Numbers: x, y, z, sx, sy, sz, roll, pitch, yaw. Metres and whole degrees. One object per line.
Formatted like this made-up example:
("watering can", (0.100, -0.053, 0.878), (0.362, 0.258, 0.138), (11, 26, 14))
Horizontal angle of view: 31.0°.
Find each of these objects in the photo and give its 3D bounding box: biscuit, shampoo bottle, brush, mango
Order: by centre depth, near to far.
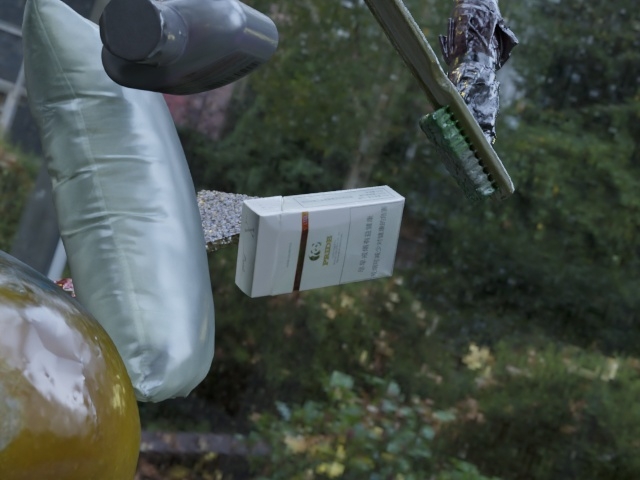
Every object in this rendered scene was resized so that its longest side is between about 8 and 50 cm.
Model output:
("mango", (-0.183, 0.079, 0.588), (0.193, 0.146, 0.316), (40, -11, -6))
("shampoo bottle", (-0.073, -0.103, 0.603), (0.080, 0.040, 0.165), (-19, 0, 11))
("brush", (0.116, -0.159, 1.249), (0.282, 0.048, 0.054), (59, -22, -3))
("biscuit", (-0.130, -0.024, 1.593), (0.131, 0.026, 0.237), (6, 19, 5))

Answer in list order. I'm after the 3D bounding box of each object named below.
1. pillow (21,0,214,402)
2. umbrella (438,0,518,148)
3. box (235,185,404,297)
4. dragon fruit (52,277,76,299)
("pillow", (-0.122, -0.024, 0.702), (0.078, 0.254, 0.144), (-17, -9, 9))
("umbrella", (0.197, -0.235, 1.507), (0.090, 0.326, 0.094), (20, -33, -22))
("box", (0.000, 0.000, 1.060), (0.154, 0.083, 0.040), (-7, 31, -29))
("dragon fruit", (-0.361, 0.169, 1.727), (0.192, 0.274, 0.193), (22, 14, 18))
